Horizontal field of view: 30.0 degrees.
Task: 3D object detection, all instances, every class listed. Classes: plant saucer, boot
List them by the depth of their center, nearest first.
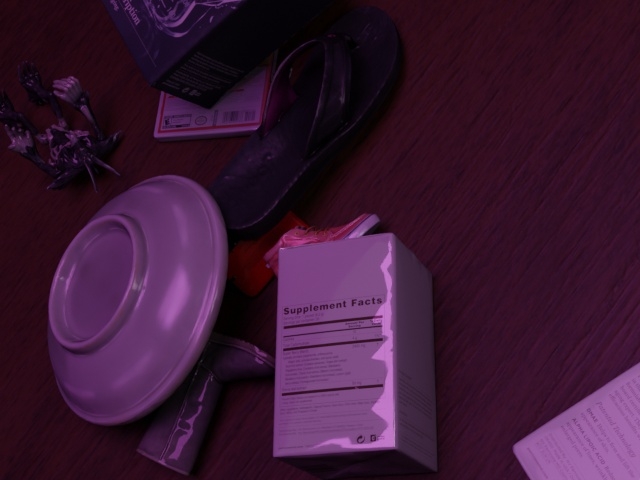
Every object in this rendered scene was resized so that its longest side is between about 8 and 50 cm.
[{"bbox_3d":[-0.164,0.243,1.754,0.190,0.076,0.208,9,66,42],"label":"boot"},{"bbox_3d":[-0.307,0.074,1.798,0.400,0.100,0.400,-23,54,37],"label":"plant saucer"}]

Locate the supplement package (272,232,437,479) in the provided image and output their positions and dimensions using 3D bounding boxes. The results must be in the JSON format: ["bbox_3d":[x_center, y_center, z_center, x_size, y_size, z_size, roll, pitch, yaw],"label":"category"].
[{"bbox_3d":[0.050,0.162,1.630,0.175,0.177,0.293,-8,66,22],"label":"supplement package"}]

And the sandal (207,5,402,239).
[{"bbox_3d":[-0.022,-0.199,1.819,0.167,0.107,0.445,21,68,35],"label":"sandal"}]

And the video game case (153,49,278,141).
[{"bbox_3d":[-0.166,-0.304,2.003,0.204,0.025,0.285,-2,69,24],"label":"video game case"}]

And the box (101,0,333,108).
[{"bbox_3d":[-0.186,-0.447,1.893,0.312,0.179,0.343,-38,68,18],"label":"box"}]

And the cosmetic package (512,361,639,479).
[{"bbox_3d":[0.443,0.221,1.412,0.385,0.217,0.156,-36,60,6],"label":"cosmetic package"}]

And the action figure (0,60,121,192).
[{"bbox_3d":[-0.454,-0.191,2.022,0.164,0.141,0.276,-45,57,-12],"label":"action figure"}]

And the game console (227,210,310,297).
[{"bbox_3d":[-0.103,-0.001,1.860,0.124,0.085,0.144,40,90,0],"label":"game console"}]

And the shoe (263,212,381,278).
[{"bbox_3d":[0.000,0.000,1.774,0.178,0.063,0.081,-40,79,10],"label":"shoe"}]
